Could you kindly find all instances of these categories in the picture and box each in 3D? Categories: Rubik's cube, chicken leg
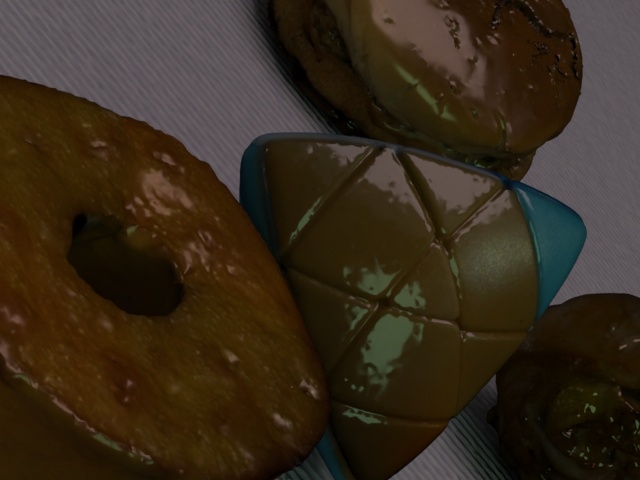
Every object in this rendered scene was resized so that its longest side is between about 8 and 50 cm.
[{"bbox_3d":[0.000,0.000,1.277,0.254,0.254,0.254,41,27,-26],"label":"Rubik's cube"},{"bbox_3d":[0.302,0.192,1.557,0.295,0.182,0.409,34,-4,29],"label":"chicken leg"}]

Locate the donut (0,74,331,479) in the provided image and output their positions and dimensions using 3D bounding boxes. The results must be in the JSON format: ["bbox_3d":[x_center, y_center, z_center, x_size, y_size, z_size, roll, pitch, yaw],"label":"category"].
[{"bbox_3d":[-0.134,0.040,1.060,0.303,0.110,0.303,39,28,-25],"label":"donut"}]

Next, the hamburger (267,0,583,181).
[{"bbox_3d":[0.095,-0.180,1.714,0.304,0.174,0.284,37,39,-18],"label":"hamburger"}]
